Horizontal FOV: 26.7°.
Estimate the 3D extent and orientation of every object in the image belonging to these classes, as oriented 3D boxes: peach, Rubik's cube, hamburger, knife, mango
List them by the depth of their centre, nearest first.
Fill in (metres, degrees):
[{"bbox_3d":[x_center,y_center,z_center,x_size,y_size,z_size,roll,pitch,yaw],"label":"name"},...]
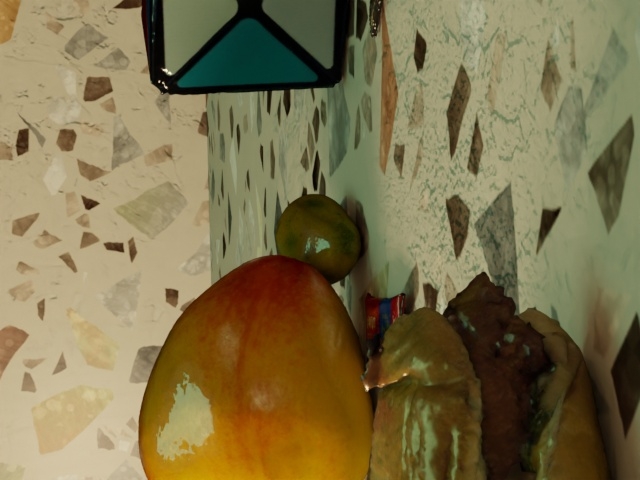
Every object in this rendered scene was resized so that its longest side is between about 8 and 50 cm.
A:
[{"bbox_3d":[0.115,0.199,0.891,0.245,0.156,0.282,-111,25,-52],"label":"hamburger"},{"bbox_3d":[0.071,-0.272,1.401,0.222,0.021,0.045,112,155,-75],"label":"knife"},{"bbox_3d":[-0.077,0.183,1.597,0.289,0.289,0.307,132,122,-75],"label":"peach"},{"bbox_3d":[-0.001,0.004,1.670,0.163,0.090,0.111,-128,37,-58],"label":"mango"},{"bbox_3d":[-0.102,-0.345,1.713,0.246,0.250,0.248,-107,16,-55],"label":"Rubik's cube"}]

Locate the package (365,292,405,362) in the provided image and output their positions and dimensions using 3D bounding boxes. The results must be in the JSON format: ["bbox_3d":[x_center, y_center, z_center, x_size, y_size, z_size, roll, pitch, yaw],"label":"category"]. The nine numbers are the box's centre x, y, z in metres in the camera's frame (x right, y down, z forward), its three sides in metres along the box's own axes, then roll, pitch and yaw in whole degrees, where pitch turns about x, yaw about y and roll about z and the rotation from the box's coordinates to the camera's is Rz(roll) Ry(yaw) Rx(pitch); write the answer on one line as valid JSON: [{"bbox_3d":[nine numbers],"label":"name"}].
[{"bbox_3d":[0.070,0.099,1.481,0.200,0.022,0.083,165,102,-81],"label":"package"}]
